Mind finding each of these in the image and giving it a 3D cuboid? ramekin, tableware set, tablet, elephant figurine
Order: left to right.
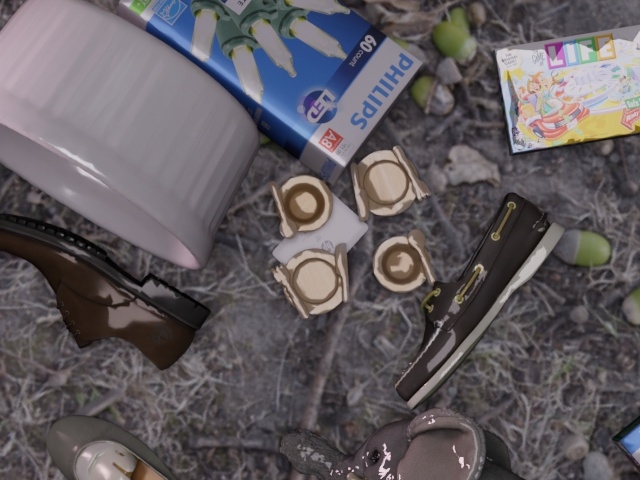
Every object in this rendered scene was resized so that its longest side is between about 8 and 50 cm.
[{"bbox_3d":[-0.188,-0.101,1.629,0.277,0.277,0.135,32,80,2],"label":"ramekin"},{"bbox_3d":[0.000,0.000,1.751,0.054,0.006,0.083,42,88,2],"label":"tablet"},{"bbox_3d":[0.030,-0.008,1.738,0.168,0.020,0.141,-14,85,-5],"label":"tableware set"},{"bbox_3d":[0.110,0.224,1.675,0.186,0.169,0.239,-20,69,-30],"label":"elephant figurine"}]

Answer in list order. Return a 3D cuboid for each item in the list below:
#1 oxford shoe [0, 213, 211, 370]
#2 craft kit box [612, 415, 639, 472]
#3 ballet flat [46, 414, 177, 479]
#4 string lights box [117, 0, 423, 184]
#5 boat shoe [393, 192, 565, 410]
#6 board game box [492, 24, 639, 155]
[{"bbox_3d":[-0.225,0.049,1.711,0.227,0.083,0.096,30,91,2],"label":"oxford shoe"},{"bbox_3d":[0.450,0.203,1.719,0.250,0.061,0.247,-39,85,-2],"label":"craft kit box"},{"bbox_3d":[-0.168,0.236,1.706,0.213,0.068,0.072,37,87,2],"label":"ballet flat"},{"bbox_3d":[-0.049,-0.185,1.717,0.259,0.077,0.133,36,76,2],"label":"string lights box"},{"bbox_3d":[0.137,0.057,1.715,0.068,0.081,0.228,39,80,5],"label":"boat shoe"},{"bbox_3d":[0.250,-0.145,1.750,0.154,0.026,0.103,-10,86,-1],"label":"board game box"}]
